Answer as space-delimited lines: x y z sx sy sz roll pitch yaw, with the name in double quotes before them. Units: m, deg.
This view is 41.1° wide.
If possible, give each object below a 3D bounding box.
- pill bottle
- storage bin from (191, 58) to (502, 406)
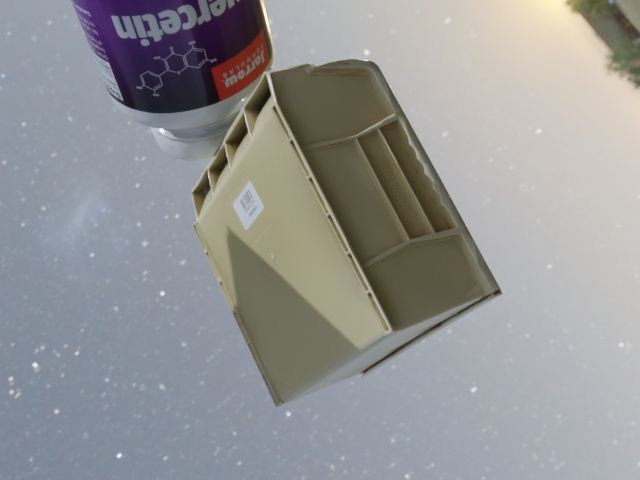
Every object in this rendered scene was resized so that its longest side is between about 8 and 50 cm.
"pill bottle" -0.147 -0.238 0.834 0.323 0.181 0.181 77 177 -46
"storage bin" 0.000 0.000 0.835 0.123 0.262 0.260 -19 -104 -31
